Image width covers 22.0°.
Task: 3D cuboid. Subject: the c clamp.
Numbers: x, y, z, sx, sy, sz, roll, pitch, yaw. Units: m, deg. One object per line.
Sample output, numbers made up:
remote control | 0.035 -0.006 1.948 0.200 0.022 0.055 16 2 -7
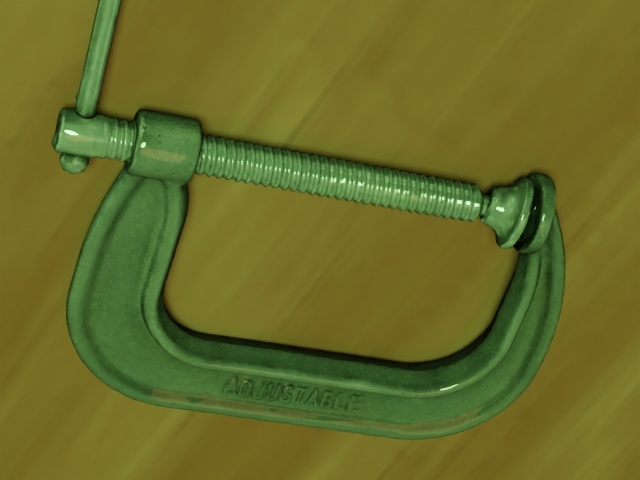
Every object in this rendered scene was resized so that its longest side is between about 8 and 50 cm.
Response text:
c clamp | 0.000 0.000 0.442 0.160 0.022 0.137 14 120 -19
